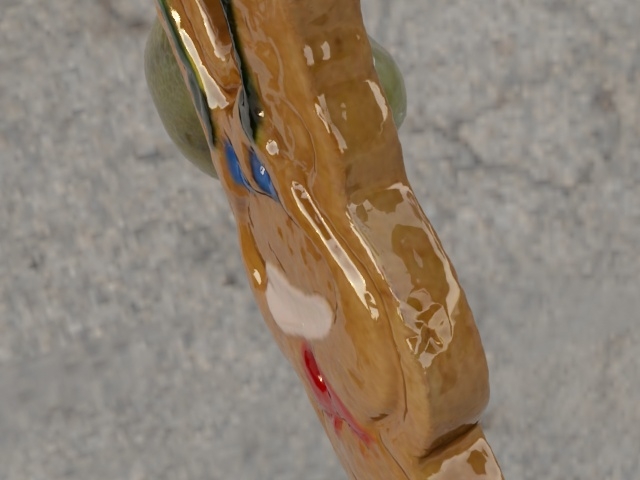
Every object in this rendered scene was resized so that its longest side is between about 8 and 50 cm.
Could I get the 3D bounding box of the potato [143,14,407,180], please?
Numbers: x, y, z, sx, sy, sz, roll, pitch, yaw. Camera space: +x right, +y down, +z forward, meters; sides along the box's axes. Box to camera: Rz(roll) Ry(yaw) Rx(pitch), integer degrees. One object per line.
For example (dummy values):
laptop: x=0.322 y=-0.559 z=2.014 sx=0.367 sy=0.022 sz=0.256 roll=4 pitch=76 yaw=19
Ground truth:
potato: x=-0.034 y=-0.114 z=1.371 sx=0.178 sy=0.160 sz=0.235 roll=15 pitch=2 yaw=-35

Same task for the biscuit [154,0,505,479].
biscuit: x=0.000 y=0.000 z=0.784 sx=0.047 sy=0.334 sz=0.202 roll=-25 pitch=18 yaw=-14
